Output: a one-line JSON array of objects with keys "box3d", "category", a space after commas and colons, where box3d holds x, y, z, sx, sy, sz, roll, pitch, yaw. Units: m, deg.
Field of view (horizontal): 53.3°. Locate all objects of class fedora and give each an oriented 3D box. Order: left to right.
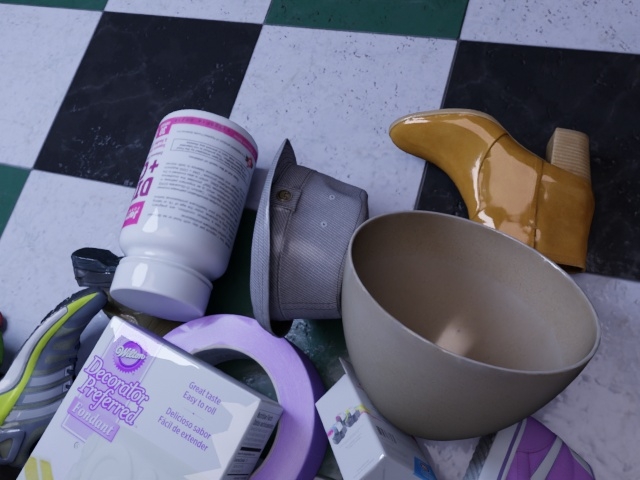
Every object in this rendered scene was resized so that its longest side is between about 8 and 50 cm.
[{"box3d": [0.000, 0.000, 0.841, 0.124, 0.243, 0.275, 5, 40, 10], "category": "fedora"}]

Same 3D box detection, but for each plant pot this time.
[{"box3d": [0.145, 0.120, 0.744, 0.284, 0.284, 0.191, 31, 123, 23], "category": "plant pot"}]

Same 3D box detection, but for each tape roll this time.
[{"box3d": [-0.129, 0.244, 0.869, 0.275, 0.090, 0.274, -5, 68, 13], "category": "tape roll"}]

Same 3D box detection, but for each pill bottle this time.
[{"box3d": [-0.199, -0.035, 0.941, 0.160, 0.160, 0.283, 4, 65, 17], "category": "pill bottle"}]

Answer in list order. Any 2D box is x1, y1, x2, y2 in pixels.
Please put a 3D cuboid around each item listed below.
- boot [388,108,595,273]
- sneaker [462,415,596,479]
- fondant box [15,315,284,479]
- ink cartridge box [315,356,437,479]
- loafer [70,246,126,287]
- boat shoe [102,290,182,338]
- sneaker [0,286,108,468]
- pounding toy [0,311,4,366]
[{"box3d": [0.223, -0.062, 0.882, 0.295, 0.104, 0.211, 9, 72, 14], "category": "boot"}, {"box3d": [0.218, 0.325, 0.691, 0.161, 0.102, 0.282, 35, 55, 10], "category": "sneaker"}, {"box3d": [-0.230, 0.293, 0.776, 0.238, 0.096, 0.330, 23, 77, 22], "category": "fondant box"}, {"box3d": [0.061, 0.235, 0.778, 0.061, 0.104, 0.181, -46, 29, 10], "category": "ink cartridge box"}, {"box3d": [-0.313, 0.056, 1.016, 0.170, 0.062, 0.061, 12, 112, 12], "category": "loafer"}, {"box3d": [-0.271, 0.128, 0.980, 0.153, 0.048, 0.056, 21, 52, 15], "category": "boat shoe"}, {"box3d": [-0.398, 0.203, 0.945, 0.121, 0.111, 0.300, 34, 89, -15], "category": "sneaker"}, {"box3d": [-0.574, 0.186, 1.021, 0.183, 0.110, 0.236, -7, 97, 1], "category": "pounding toy"}]
